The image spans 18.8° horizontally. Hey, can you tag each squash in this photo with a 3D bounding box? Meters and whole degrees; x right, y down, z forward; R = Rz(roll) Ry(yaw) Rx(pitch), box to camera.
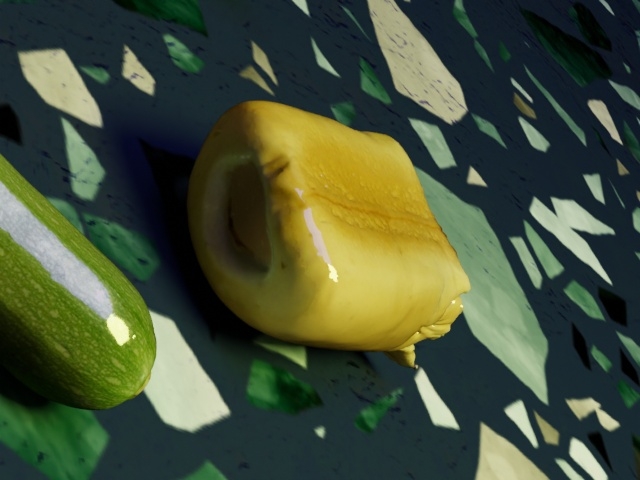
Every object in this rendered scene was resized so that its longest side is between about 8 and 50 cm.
[{"bbox_3d":[-0.154,-0.017,0.791,0.229,0.066,0.066,47,24,-14],"label":"squash"}]

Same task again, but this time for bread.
[{"bbox_3d":[-0.002,0.000,1.023,0.173,0.085,0.134,14,48,-57],"label":"bread"}]
